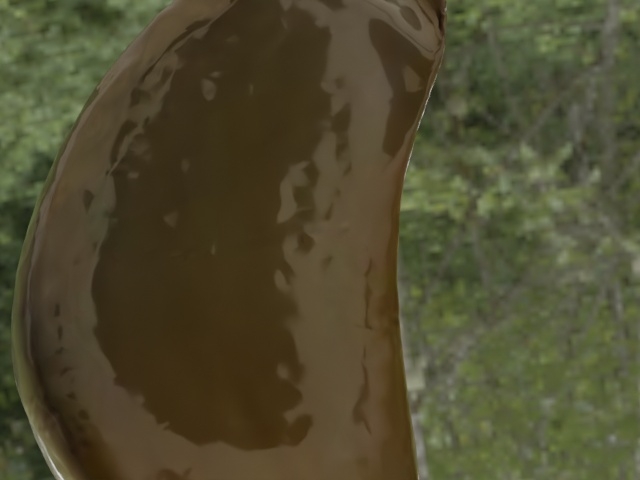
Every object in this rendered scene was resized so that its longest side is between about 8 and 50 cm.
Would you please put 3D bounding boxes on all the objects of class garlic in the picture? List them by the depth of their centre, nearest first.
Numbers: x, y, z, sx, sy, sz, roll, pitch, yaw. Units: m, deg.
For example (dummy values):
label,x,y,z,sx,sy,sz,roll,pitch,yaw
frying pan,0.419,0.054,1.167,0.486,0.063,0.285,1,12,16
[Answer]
label,x,y,z,sx,sy,sz,roll,pitch,yaw
garlic,-0.011,-0.011,0.702,0.196,0.338,0.151,4,162,24
